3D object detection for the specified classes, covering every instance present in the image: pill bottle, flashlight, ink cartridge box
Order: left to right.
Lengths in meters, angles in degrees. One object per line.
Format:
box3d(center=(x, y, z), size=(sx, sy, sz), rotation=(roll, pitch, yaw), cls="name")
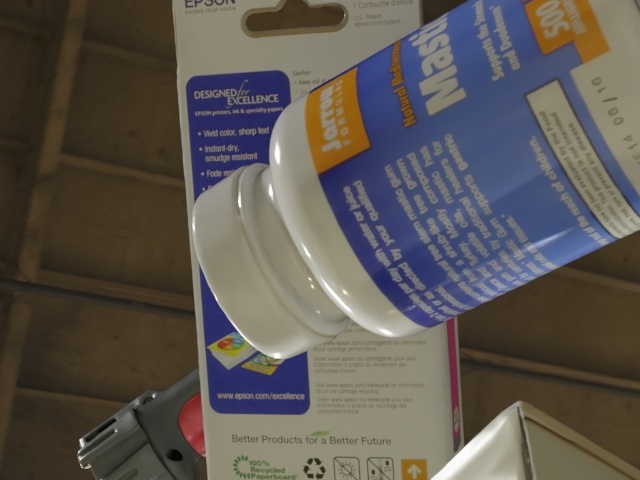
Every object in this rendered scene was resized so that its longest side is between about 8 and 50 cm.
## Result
box3d(center=(-0.041, 0.118, 1.026), size=(0.304, 0.103, 0.103), rotation=(-36, -81, -1), cls="flashlight")
box3d(center=(0.000, 0.000, 0.891), size=(0.176, 0.069, 0.371), rotation=(-2, -81, 17), cls="ink cartridge box")
box3d(center=(0.068, -0.039, 0.718), size=(0.272, 0.152, 0.152), rotation=(-27, -78, 20), cls="pill bottle")

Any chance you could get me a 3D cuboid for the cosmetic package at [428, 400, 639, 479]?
box3d(center=(0.164, 0.222, 0.600), size=(0.309, 0.113, 0.160), rotation=(32, -61, -19), cls="cosmetic package")
